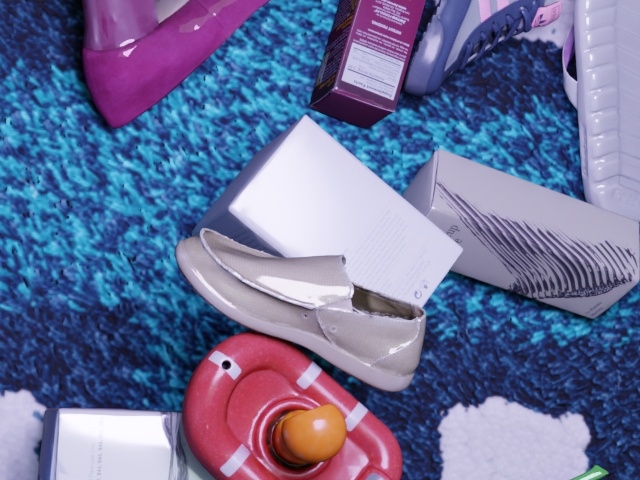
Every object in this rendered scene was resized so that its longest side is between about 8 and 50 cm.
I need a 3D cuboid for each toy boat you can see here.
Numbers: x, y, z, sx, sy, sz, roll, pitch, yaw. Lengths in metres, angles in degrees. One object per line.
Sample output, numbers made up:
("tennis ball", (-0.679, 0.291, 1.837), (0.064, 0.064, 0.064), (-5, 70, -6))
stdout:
("toy boat", (-0.020, 0.183, 1.186), (0.231, 0.151, 0.151), (41, 66, -1))

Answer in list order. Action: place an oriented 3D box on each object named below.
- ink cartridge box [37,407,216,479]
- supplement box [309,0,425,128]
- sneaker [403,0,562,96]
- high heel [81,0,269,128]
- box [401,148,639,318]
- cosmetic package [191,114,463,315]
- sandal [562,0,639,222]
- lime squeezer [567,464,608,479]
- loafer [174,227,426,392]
("ink cartridge box", (-0.153, 0.237, 1.325), (0.273, 0.198, 0.114), (5, 81, -16))
("supplement box", (0.060, -0.239, 1.494), (0.081, 0.104, 0.188), (19, 79, -14))
("sneaker", (0.217, -0.281, 1.516), (0.131, 0.112, 0.319), (32, 70, 5))
("high heel", (-0.107, -0.262, 1.475), (0.377, 0.127, 0.181), (-17, 122, -24))
("box", (0.236, -0.005, 1.502), (0.275, 0.113, 0.094), (18, 55, -12))
("cosmetic package", (0.000, 0.000, 1.385), (0.225, 0.224, 0.138), (39, 75, -9))
("sandal", (0.368, -0.229, 1.584), (0.169, 0.102, 0.416), (1, 97, -25))
("lime squeezer", (0.207, 0.371, 1.482), (0.110, 0.059, 0.310), (36, 76, 0))
("loafer", (-0.012, 0.050, 1.221), (0.269, 0.102, 0.092), (27, 106, -14))
